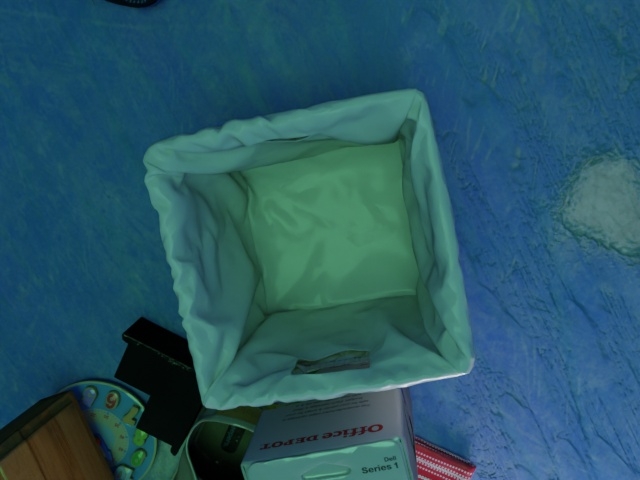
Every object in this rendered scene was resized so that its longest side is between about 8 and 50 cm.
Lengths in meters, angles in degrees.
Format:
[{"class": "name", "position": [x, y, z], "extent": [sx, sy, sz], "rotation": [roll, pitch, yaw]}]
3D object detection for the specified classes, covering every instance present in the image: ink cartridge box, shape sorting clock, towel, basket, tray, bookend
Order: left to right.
[{"class": "tray", "position": [-0.375, 0.462, 0.933], "extent": [0.076, 0.203, 0.411], "rotation": [-19, 98, 16]}, {"class": "shape sorting clock", "position": [-0.378, 0.336, 1.033], "extent": [0.206, 0.040, 0.206], "rotation": [1, 104, 5]}, {"class": "bookend", "position": [-0.260, 0.234, 0.981], "extent": [0.156, 0.072, 0.157], "rotation": [26, 105, 0]}, {"class": "basket", "position": [0.000, 0.000, 0.791], "extent": [0.328, 0.266, 0.331], "rotation": [-10, 98, 8]}, {"class": "ink cartridge box", "position": [0.026, 0.268, 0.855], "extent": [0.201, 0.278, 0.117], "rotation": [-13, 101, 9]}, {"class": "towel", "position": [0.111, 0.447, 1.018], "extent": [0.199, 0.031, 0.275], "rotation": [24, 104, -1]}]

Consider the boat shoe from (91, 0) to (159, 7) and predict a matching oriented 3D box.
[{"class": "boat shoe", "position": [-0.341, -0.394, 0.831], "extent": [0.258, 0.089, 0.109], "rotation": [25, 105, -1]}]

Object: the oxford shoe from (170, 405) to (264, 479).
[{"class": "oxford shoe", "position": [-0.178, 0.425, 0.992], "extent": [0.169, 0.130, 0.449], "rotation": [18, 106, -1]}]
